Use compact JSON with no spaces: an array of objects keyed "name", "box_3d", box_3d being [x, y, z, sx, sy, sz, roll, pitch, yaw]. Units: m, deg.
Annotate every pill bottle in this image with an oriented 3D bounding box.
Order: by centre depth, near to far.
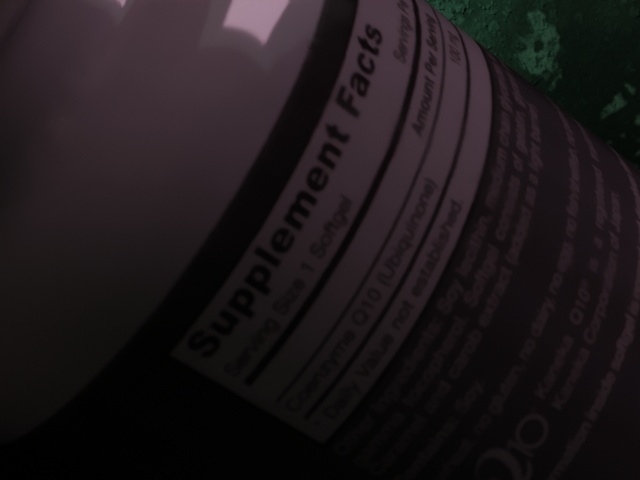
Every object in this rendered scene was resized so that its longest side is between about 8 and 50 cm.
[{"name":"pill bottle","box_3d":[-0.015,0.007,0.450,0.363,0.210,0.210,33,9,-23]}]
